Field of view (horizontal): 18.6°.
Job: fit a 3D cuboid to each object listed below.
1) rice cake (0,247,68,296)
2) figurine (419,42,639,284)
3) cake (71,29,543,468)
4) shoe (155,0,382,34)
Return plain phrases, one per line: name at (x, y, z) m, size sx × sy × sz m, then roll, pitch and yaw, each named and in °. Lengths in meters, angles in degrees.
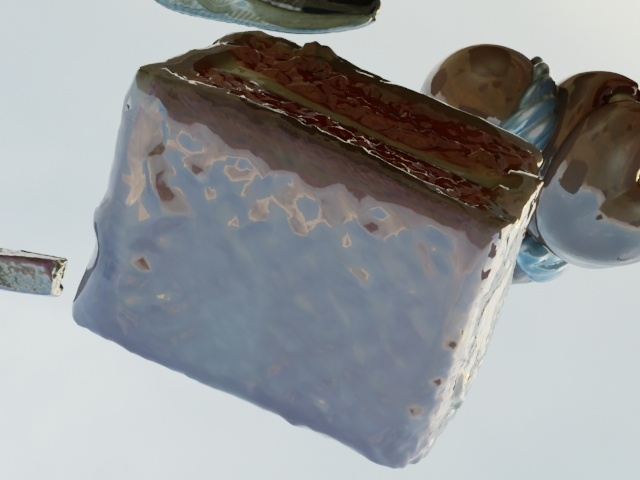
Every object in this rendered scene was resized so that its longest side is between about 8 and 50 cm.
rice cake at (-0.303, 0.017, 1.567) m, size 0.206 × 0.036 × 0.047 m, roll 8°, pitch 180°, yaw 14°
figurine at (0.302, -0.122, 1.857) m, size 0.388 × 0.277 × 0.248 m, roll -38°, pitch -134°, yaw -17°
cake at (0.000, 0.000, 1.489) m, size 0.309 × 0.230 × 0.237 m, roll 26°, pitch -155°, yaw 11°
shoe at (-0.052, -0.256, 1.821) m, size 0.227 × 0.112 × 0.099 m, roll 8°, pitch -166°, yaw 12°
